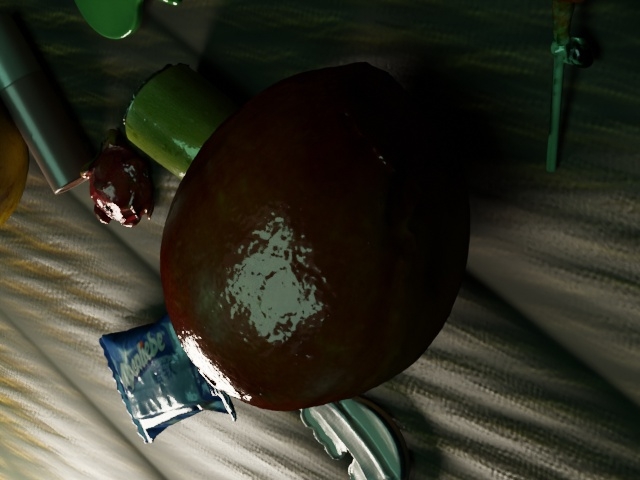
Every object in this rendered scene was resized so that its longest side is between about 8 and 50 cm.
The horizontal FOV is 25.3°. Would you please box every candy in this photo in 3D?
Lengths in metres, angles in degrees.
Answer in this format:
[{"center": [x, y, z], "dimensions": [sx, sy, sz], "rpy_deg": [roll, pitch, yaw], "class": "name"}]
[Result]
[{"center": [-0.223, 0.194, 2.034], "dimensions": [0.331, 0.077, 0.187], "rpy_deg": [-27, 85, 53], "class": "candy"}, {"center": [0.212, -0.171, 1.268], "dimensions": [0.078, 0.084, 0.287], "rpy_deg": [29, 141, 31], "class": "candy"}]

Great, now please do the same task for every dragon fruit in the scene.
[{"center": [-0.278, -0.070, 1.925], "dimensions": [0.112, 0.068, 0.126], "rpy_deg": [40, 141, 26], "class": "dragon fruit"}]

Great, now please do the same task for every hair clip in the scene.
[{"center": [0.039, 0.246, 1.771], "dimensions": [0.220, 0.054, 0.140], "rpy_deg": [51, 139, 9], "class": "hair clip"}]

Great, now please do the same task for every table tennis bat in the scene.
[{"center": [-0.244, -0.320, 1.745], "dimensions": [0.257, 0.039, 0.160], "rpy_deg": [20, 127, 49], "class": "table tennis bat"}]

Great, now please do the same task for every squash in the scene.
[{"center": [-0.133, -0.121, 1.677], "dimensions": [0.187, 0.123, 0.123], "rpy_deg": [36, 137, 24], "class": "squash"}]

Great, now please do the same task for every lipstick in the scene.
[{"center": [-0.402, -0.192, 1.989], "dimensions": [0.070, 0.070, 0.254], "rpy_deg": [-28, 91, 54], "class": "lipstick"}]

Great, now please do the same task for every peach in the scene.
[{"center": [-0.002, -0.001, 1.450], "dimensions": [0.290, 0.372, 0.372], "rpy_deg": [31, 146, -14], "class": "peach"}]

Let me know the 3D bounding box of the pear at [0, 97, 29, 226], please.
[{"center": [-0.551, -0.129, 2.045], "dimensions": [0.281, 0.281, 0.280], "rpy_deg": [29, 134, 36], "class": "pear"}]
